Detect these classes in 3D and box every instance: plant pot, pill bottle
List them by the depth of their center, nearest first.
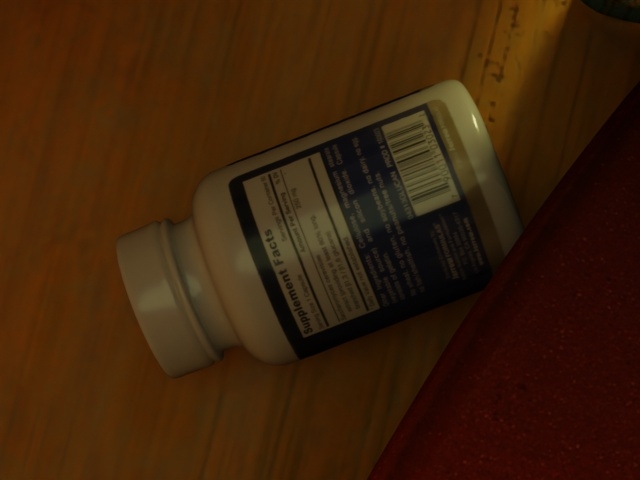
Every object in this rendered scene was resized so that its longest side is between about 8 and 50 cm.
[{"bbox_3d":[0.169,0.084,0.632,0.267,0.267,0.235,22,74,7],"label":"plant pot"},{"bbox_3d":[0.000,0.000,0.726,0.169,0.094,0.094,-21,82,3],"label":"pill bottle"}]

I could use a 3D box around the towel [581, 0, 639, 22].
[{"bbox_3d":[0.216,-0.068,0.582,0.271,0.370,0.040,16,101,7],"label":"towel"}]
